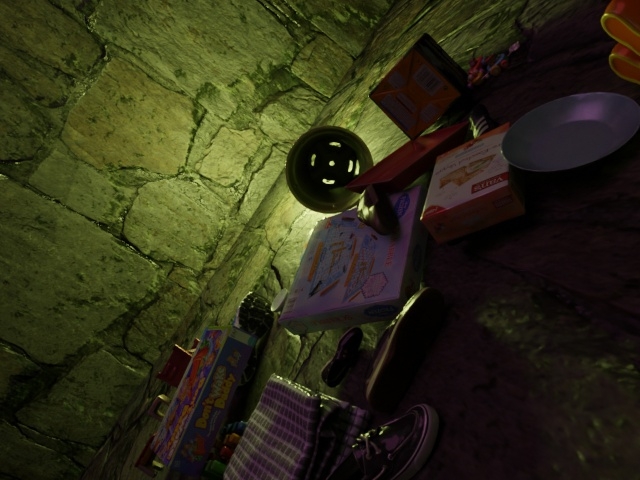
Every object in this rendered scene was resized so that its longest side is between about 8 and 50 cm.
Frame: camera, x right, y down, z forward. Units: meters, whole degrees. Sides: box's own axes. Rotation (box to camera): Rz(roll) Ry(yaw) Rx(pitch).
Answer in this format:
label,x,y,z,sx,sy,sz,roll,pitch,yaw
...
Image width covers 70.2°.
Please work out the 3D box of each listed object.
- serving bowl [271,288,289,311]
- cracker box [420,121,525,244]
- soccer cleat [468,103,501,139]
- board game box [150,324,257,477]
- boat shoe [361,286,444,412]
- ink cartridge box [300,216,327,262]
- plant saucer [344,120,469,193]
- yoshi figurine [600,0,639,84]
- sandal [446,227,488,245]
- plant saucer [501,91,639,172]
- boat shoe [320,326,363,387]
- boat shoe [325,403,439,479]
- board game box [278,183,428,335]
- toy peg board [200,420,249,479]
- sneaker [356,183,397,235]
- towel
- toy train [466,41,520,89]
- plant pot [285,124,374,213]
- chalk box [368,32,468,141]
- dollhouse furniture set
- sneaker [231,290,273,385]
label,x,y,z,sx,sy,sz,roll,pitch,yaw
serving bowl,-0.124,0.197,1.466,0.083,0.027,0.083,-48,20,24
cracker box,0.279,-0.108,0.824,0.156,0.067,0.232,-24,26,36
soccer cleat,0.357,-0.231,0.969,0.072,0.060,0.178,-24,41,42
board game box,-0.306,0.397,1.188,0.233,0.078,0.347,-21,43,57
boat shoe,0.131,0.176,0.775,0.223,0.080,0.073,-62,24,-7
ink cartridge box,0.000,0.000,1.442,0.104,0.062,0.181,-43,21,32
plant saucer,0.216,-0.193,1.147,0.258,0.047,0.259,-36,15,-15
yoshi figurine,0.534,-0.400,0.597,0.362,0.203,0.203,-46,13,17
sandal,0.297,-0.049,0.830,0.179,0.040,0.067,-45,21,-15
plant saucer,0.389,-0.160,0.716,0.195,0.037,0.194,-24,34,18
boat shoe,0.049,0.238,0.928,0.133,0.049,0.042,-57,24,1
boat shoe,0.082,0.318,0.662,0.219,0.070,0.077,-52,18,10
board game box,0.082,0.045,1.025,0.318,0.066,0.318,-18,39,38
toy peg board,-0.226,0.506,1.100,0.161,0.079,0.160,-36,26,45
sneaker,0.117,-0.053,0.995,0.071,0.066,0.188,-48,20,26
towel,-0.062,0.380,0.839,0.284,0.121,0.235,-16,44,63
toy train,0.432,-0.466,1.193,0.125,0.046,0.166,-60,18,-14
plant pot,0.034,-0.246,1.530,0.276,0.276,0.254,-51,7,13
chalk box,0.283,-0.441,1.276,0.179,0.180,0.289,-42,8,35
dollhouse furniture set,-0.465,0.522,1.466,0.374,0.152,0.201,-60,-6,-6
sneaker,-0.256,0.307,1.447,0.147,0.130,0.329,-33,28,44
